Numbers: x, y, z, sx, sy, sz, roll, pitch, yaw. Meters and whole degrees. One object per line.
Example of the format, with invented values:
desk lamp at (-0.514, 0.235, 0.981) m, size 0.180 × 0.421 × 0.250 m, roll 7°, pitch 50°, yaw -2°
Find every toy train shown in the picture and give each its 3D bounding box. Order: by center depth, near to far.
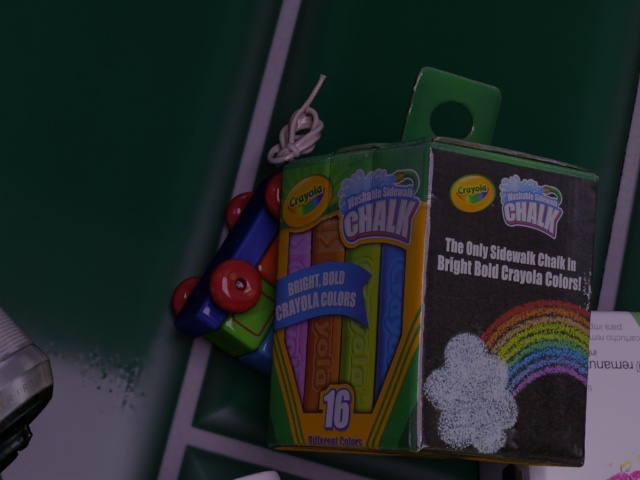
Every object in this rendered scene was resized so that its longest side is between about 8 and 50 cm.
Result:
toy train at (0.000, 0.000, 1.451) m, size 0.143 × 0.105 × 0.248 m, roll 37°, pitch 67°, yaw -14°

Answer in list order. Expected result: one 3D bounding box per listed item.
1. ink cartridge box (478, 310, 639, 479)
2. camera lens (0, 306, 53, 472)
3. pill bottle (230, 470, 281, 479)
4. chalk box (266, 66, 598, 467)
ink cartridge box at (0.240, 0.204, 1.444) m, size 0.201 × 0.117 × 0.278 m, roll 2°, pitch 74°, yaw -16°
camera lens at (-0.341, 0.081, 1.256) m, size 0.219 × 0.219 × 0.274 m, roll -42°, pitch 89°, yaw -23°
pill bottle at (-0.049, 0.324, 1.301) m, size 0.161 × 0.161 × 0.283 m, roll -16°, pitch 79°, yaw -20°
chalk box at (0.085, 0.020, 1.354) m, size 0.180 × 0.179 × 0.289 m, roll 10°, pitch 79°, yaw -38°
